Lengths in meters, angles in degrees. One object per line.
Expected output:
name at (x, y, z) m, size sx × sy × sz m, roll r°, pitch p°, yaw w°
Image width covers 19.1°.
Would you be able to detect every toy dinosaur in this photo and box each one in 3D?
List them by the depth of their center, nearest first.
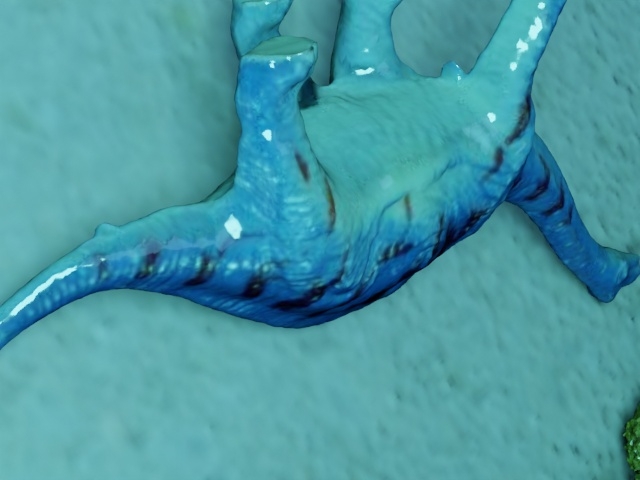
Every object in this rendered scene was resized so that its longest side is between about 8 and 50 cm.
toy dinosaur at (0.011, -0.030, 0.618) m, size 0.329 × 0.076 × 0.144 m, roll -9°, pitch 114°, yaw -44°

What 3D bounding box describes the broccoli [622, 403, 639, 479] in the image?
broccoli at (0.172, 0.097, 0.703) m, size 0.130 × 0.131 × 0.120 m, roll -27°, pitch 133°, yaw -56°
